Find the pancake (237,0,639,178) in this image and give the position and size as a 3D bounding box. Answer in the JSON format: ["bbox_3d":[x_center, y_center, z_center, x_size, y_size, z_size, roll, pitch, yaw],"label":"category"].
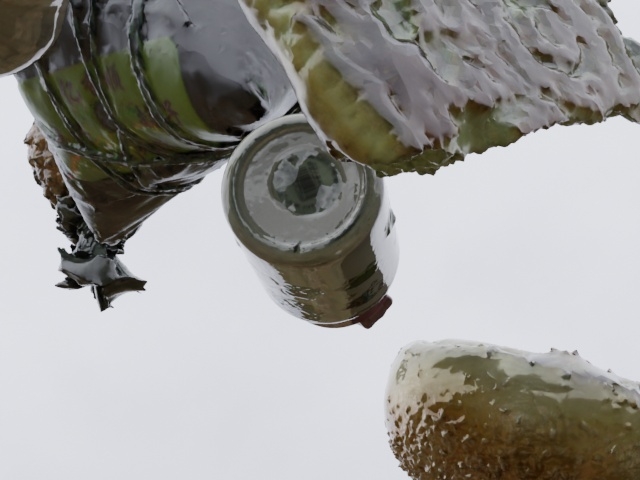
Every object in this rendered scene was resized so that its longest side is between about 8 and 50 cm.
[{"bbox_3d":[0.046,-0.204,0.967,0.305,0.426,0.067,7,-36,-38],"label":"pancake"}]

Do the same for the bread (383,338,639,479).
[{"bbox_3d":[0.193,0.186,1.537,0.306,0.158,0.305,18,-11,4],"label":"bread"}]

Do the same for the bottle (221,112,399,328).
[{"bbox_3d":[0.000,0.000,1.278,0.120,0.120,0.253,-10,-19,2],"label":"bottle"}]

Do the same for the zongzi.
[{"bbox_3d":[-0.167,-0.204,1.397,0.383,0.319,0.362,-28,-71,38],"label":"zongzi"}]

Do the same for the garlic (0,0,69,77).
[{"bbox_3d":[-0.250,-0.198,1.031,0.245,0.245,0.253,-12,11,6],"label":"garlic"}]

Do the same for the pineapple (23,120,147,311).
[{"bbox_3d":[-0.270,-0.030,1.925,0.119,0.237,0.111,-20,-19,0],"label":"pineapple"}]
